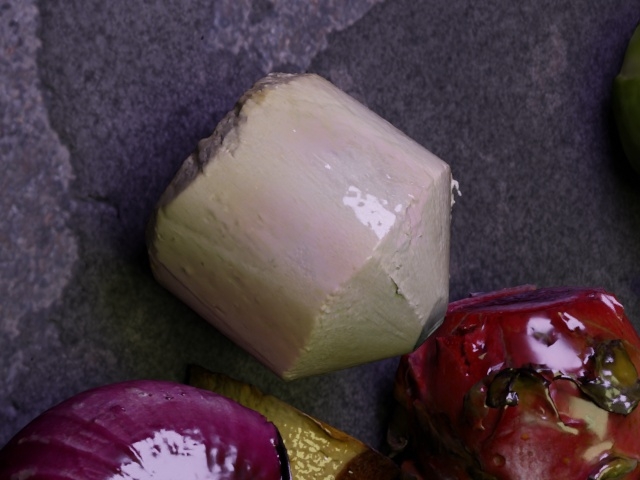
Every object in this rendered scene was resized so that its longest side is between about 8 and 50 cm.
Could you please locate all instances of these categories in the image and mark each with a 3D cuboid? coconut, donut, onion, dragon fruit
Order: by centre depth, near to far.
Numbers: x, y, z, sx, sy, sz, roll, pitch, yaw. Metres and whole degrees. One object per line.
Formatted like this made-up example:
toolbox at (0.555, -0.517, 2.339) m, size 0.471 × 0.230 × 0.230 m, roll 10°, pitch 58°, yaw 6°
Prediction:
onion at (-0.160, 0.234, 1.547) m, size 0.230 × 0.256 × 0.272 m, roll 6°, pitch 128°, yaw -26°
coconut at (0.000, 0.000, 1.649) m, size 0.244 × 0.239 × 0.239 m, roll 38°, pitch 65°, yaw 3°
donut at (-0.026, 0.194, 1.723) m, size 0.217 × 0.141 × 0.085 m, roll 33°, pitch 79°, yaw -30°
dragon fruit at (0.205, 0.192, 1.825) m, size 0.250 × 0.269 × 0.291 m, roll -7°, pitch 93°, yaw -28°

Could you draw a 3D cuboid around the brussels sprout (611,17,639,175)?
brussels sprout at (0.485, -0.125, 2.008) m, size 0.371 × 0.315 × 0.276 m, roll -5°, pitch 104°, yaw -50°
